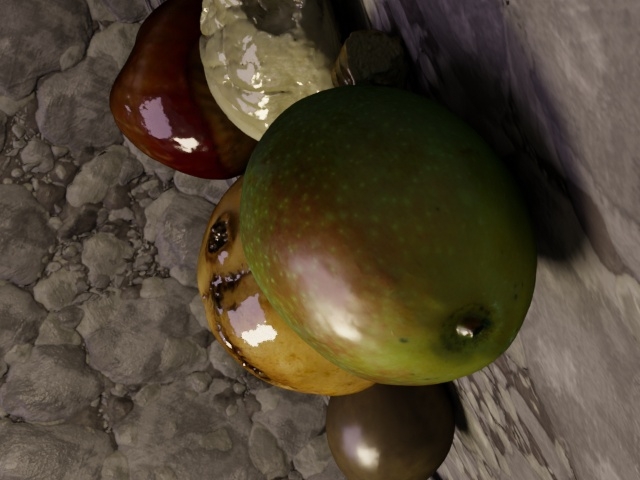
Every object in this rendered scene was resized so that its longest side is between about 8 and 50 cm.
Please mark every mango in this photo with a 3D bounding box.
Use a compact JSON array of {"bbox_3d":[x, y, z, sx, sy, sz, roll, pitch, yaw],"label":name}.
[{"bbox_3d":[0.041,-0.019,1.045,0.225,0.201,0.382,33,-170,-16],"label":"mango"}]

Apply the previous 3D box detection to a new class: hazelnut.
[{"bbox_3d":[-0.115,-0.172,1.493,0.229,0.229,0.229,63,173,15],"label":"hazelnut"}]

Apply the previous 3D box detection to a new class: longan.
[{"bbox_3d":[0.090,0.211,1.688,0.204,0.159,0.185,-65,-17,-48],"label":"longan"}]

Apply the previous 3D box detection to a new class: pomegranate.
[{"bbox_3d":[-0.010,0.030,1.433,0.260,0.260,0.260,63,173,15],"label":"pomegranate"}]

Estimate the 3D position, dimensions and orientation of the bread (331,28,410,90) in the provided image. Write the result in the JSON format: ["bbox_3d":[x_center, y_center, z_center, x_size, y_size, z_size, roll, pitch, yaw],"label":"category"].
[{"bbox_3d":[0.042,-0.139,1.169,0.066,0.060,0.110,33,172,0],"label":"bread"}]

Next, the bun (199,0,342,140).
[{"bbox_3d":[-0.048,-0.188,1.297,0.220,0.134,0.220,-18,-90,-87],"label":"bun"}]
